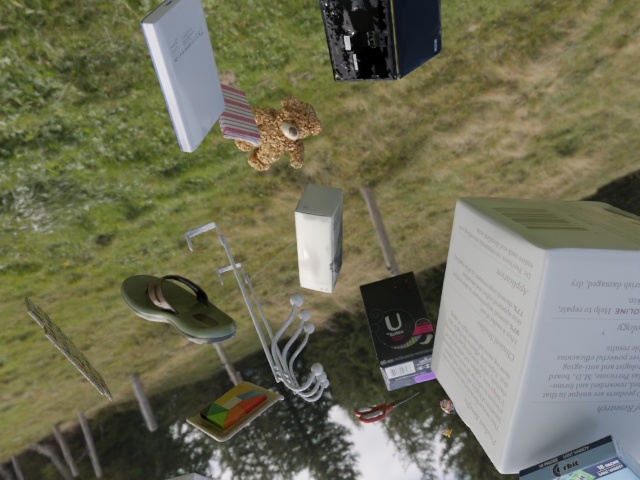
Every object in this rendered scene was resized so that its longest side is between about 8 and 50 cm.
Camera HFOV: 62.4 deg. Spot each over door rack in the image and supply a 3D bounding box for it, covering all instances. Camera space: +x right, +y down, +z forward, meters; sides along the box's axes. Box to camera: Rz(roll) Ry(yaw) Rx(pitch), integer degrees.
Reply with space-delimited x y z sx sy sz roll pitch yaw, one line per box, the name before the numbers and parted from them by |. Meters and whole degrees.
over door rack | -0.089 0.121 0.930 0.108 0.324 0.239 -34 160 -9

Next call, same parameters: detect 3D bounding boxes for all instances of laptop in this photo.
laptop | 0.154 -0.527 1.293 0.264 0.137 0.234 4 140 18

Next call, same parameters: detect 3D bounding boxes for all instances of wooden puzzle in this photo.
wooden puzzle | -0.259 0.498 1.584 0.238 0.044 0.220 -25 -166 -35

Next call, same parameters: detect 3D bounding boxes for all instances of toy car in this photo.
toy car | 0.349 0.497 1.480 0.040 0.122 0.060 14 -170 28

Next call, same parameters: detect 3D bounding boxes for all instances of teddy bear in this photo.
teddy bear | -0.155 -0.342 1.755 0.337 0.245 0.113 -1 -153 34

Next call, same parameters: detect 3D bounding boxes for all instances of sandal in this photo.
sandal | -0.279 0.115 1.052 0.302 0.086 0.120 16 -155 34

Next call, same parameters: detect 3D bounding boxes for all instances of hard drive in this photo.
hard drive | -0.311 -0.402 1.249 0.040 0.210 0.319 9 138 14

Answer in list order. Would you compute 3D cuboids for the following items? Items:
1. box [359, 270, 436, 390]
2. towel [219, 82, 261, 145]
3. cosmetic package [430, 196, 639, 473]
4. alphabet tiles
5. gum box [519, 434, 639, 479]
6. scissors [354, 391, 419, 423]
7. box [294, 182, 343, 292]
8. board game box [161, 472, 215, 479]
box | 0.221 0.245 1.460 0.165 0.271 0.143 -16 138 4
towel | -0.258 -0.378 1.561 0.029 0.197 0.144 -31 159 33
cosmetic package | 0.430 0.149 0.967 0.327 0.394 0.329 1 -161 -11
alphabet tiles | -0.701 0.301 1.471 0.011 0.343 0.285 -40 -153 -21
gum box | 0.425 0.392 0.800 0.157 0.184 0.041 -39 -167 30
scissors | 0.256 0.594 1.880 0.296 0.021 0.109 -6 -175 -25
box | 0.000 0.000 1.325 0.094 0.113 0.275 11 138 12
board game box | -0.292 0.572 1.084 0.317 0.066 0.319 -21 139 19
